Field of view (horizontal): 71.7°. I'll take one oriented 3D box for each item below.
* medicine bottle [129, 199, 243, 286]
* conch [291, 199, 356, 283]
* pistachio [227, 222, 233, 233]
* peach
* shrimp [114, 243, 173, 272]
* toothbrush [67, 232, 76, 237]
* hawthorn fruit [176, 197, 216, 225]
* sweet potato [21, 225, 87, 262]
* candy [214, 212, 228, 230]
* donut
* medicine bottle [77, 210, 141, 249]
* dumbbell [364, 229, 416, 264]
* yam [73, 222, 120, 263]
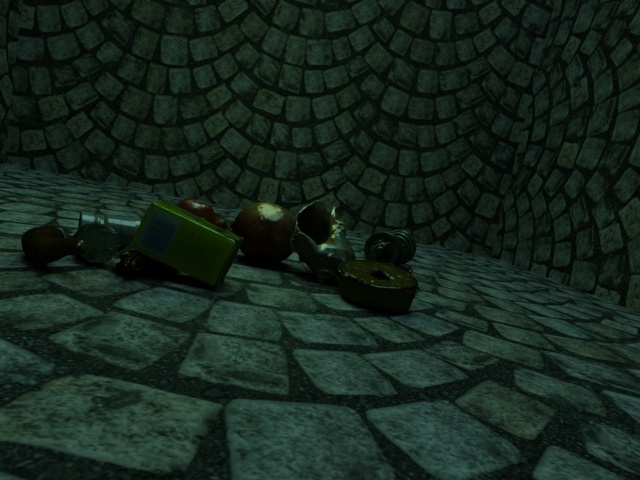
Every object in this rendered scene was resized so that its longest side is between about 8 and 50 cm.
[{"bbox_3d":[-0.345,0.006,1.171,0.250,0.141,0.137,27,-1,-4],"label":"medicine bottle"},{"bbox_3d":[-0.008,0.007,1.541,0.263,0.186,0.324,38,27,-32],"label":"conch"},{"bbox_3d":[-0.432,-0.050,2.077,0.089,0.049,0.173,-11,10,0],"label":"pistachio"},{"bbox_3d":[-0.213,-0.030,1.605,0.256,0.233,0.232,4,5,15],"label":"peach"},{"bbox_3d":[-0.462,0.052,1.180,0.153,0.062,0.294,17,5,-5],"label":"shrimp"},{"bbox_3d":[-0.670,-0.018,1.513,0.028,0.037,0.375,13,9,34],"label":"toothbrush"},{"bbox_3d":[-0.470,-0.064,1.622,0.189,0.190,0.189,11,7,-1],"label":"hawthorn fruit"},{"bbox_3d":[-0.658,0.006,1.070,0.108,0.079,0.346,-27,24,-34],"label":"sweet potato"},{"bbox_3d":[-0.528,-0.078,1.972,0.271,0.101,0.143,10,10,44],"label":"candy"},{"bbox_3d":[0.171,0.142,1.347,0.271,0.107,0.272,8,11,-2],"label":"donut"},{"bbox_3d":[-0.636,-0.027,1.338,0.167,0.105,0.105,8,8,-32],"label":"medicine bottle"},{"bbox_3d":[0.337,0.038,2.107,0.179,0.179,0.406,14,7,23],"label":"dumbbell"},{"bbox_3d":[-0.602,0.002,1.182,0.107,0.107,0.183,7,2,-31],"label":"yam"}]
